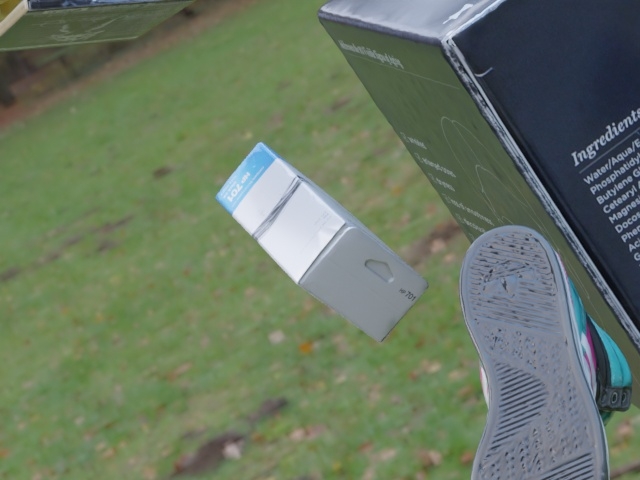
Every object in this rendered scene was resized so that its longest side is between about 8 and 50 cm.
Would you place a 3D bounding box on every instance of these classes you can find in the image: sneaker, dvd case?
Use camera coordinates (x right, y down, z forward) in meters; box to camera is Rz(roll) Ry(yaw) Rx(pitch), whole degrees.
[{"bbox_3d":[0.182,0.153,1.193,0.124,0.295,0.178,-12,-28,21],"label":"sneaker"},{"bbox_3d":[-0.230,-0.216,1.468,0.165,0.018,0.221,-9,0,-23],"label":"dvd case"}]

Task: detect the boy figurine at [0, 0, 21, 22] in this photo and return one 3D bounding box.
[{"bbox_3d":[-0.251,-0.220,1.054,0.285,0.092,0.177,-37,-28,-43],"label":"boy figurine"}]

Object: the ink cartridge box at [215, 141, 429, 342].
[{"bbox_3d":[0.000,0.000,1.497,0.082,0.140,0.190,-49,40,4],"label":"ink cartridge box"}]

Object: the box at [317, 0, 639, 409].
[{"bbox_3d":[0.283,-0.109,1.508,0.297,0.471,0.480,-38,17,-3],"label":"box"}]
